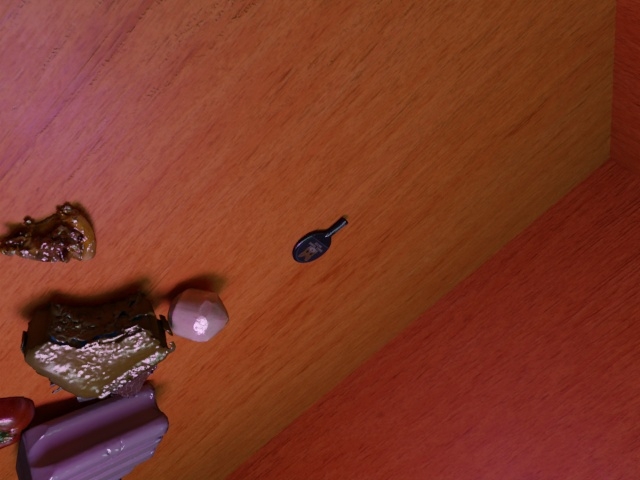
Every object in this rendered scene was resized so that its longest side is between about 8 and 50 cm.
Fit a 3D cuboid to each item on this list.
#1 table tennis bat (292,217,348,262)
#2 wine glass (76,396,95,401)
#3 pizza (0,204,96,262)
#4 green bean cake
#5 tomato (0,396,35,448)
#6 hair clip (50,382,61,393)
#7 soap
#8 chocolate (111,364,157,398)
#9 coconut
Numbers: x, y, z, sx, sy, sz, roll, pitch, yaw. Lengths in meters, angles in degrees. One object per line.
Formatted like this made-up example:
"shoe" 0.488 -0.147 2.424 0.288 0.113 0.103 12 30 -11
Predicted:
"table tennis bat" 0.000 0.000 1.468 0.236 0.027 0.150 -39 145 10
"wine glass" -0.741 0.509 1.433 0.198 0.066 0.066 -11 139 -30
"pizza" -0.621 0.005 0.931 0.194 0.069 0.154 -16 142 -26
"green bean cake" -0.609 0.253 1.146 0.310 0.202 0.285 -27 132 -12
"tomato" -1.022 0.587 1.286 0.225 0.085 0.225 -19 140 -18
"hair clip" -0.792 0.445 1.342 0.173 0.049 0.049 -29 145 -10
"soap" -0.811 0.744 1.469 0.435 0.213 0.350 -11 141 -44
"chocolate" -0.661 0.424 1.349 0.148 0.093 0.214 -57 143 -14
"coconut" -0.378 0.240 1.296 0.183 0.171 0.171 16 135 5
